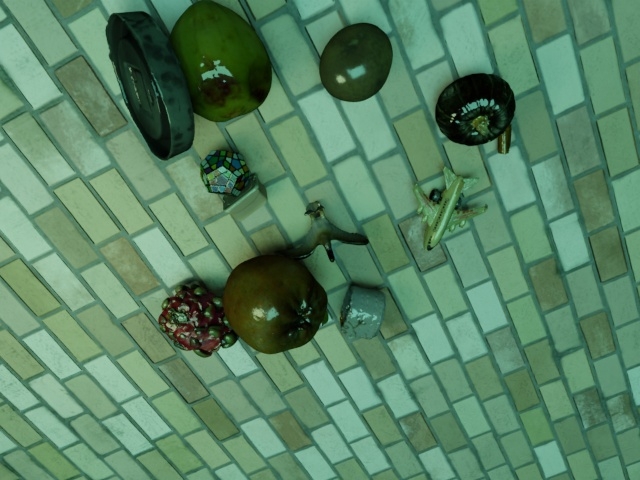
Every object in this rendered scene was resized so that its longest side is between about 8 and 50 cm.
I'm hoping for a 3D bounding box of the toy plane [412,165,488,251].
[{"bbox_3d":[0.345,-0.081,1.457,0.229,0.092,0.244,17,115,-14],"label":"toy plane"}]

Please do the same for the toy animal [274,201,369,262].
[{"bbox_3d":[-0.004,-0.012,1.412,0.273,0.197,0.160,-17,106,-1],"label":"toy animal"}]

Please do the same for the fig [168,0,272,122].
[{"bbox_3d":[-0.237,-0.414,1.189,0.240,0.239,0.270,-12,86,2],"label":"fig"}]

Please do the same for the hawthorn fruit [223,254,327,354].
[{"bbox_3d":[-0.145,0.163,1.438,0.301,0.268,0.267,16,124,37],"label":"hawthorn fruit"}]

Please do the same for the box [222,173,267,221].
[{"bbox_3d":[-0.202,-0.113,1.409,0.122,0.089,0.062,-36,124,14],"label":"box"}]

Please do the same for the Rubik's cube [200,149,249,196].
[{"bbox_3d":[-0.251,-0.175,1.357,0.133,0.133,0.112,41,133,-21],"label":"Rubik's cube"}]

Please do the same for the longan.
[{"bbox_3d":[0.085,-0.420,1.229,0.168,0.167,0.187,29,113,-17],"label":"longan"}]

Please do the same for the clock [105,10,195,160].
[{"bbox_3d":[-0.382,-0.342,1.163,0.067,0.325,0.324,-26,120,-26],"label":"clock"}]

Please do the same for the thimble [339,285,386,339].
[{"bbox_3d":[0.128,0.218,1.570,0.118,0.127,0.151,12,120,-8],"label":"thimble"}]

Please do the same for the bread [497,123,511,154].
[{"bbox_3d":[0.495,-0.275,1.398,0.036,0.047,0.083,7,118,27],"label":"bread"}]

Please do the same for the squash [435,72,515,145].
[{"bbox_3d":[0.388,-0.328,1.305,0.194,0.155,0.193,12,127,16],"label":"squash"}]

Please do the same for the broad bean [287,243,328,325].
[{"bbox_3d":[-0.050,0.143,1.569,0.060,0.043,0.297,-27,114,-1],"label":"broad bean"}]

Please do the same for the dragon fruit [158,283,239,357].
[{"bbox_3d":[-0.339,0.244,1.516,0.273,0.198,0.218,32,102,-19],"label":"dragon fruit"}]
